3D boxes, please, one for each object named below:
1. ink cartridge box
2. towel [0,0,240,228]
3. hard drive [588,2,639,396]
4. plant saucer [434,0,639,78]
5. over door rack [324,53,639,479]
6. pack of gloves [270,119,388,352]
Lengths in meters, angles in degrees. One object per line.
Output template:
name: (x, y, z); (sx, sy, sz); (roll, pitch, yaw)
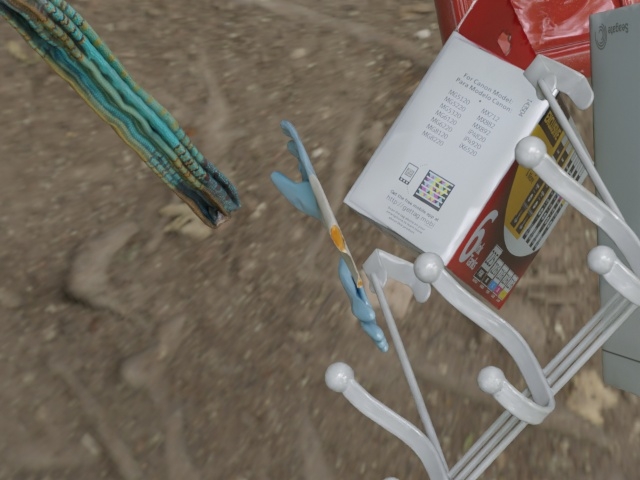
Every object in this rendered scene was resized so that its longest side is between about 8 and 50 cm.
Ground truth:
ink cartridge box: (0.183, -0.091, 1.558); (0.130, 0.309, 0.272); (33, 91, 19)
towel: (-0.191, -0.168, 0.832); (0.040, 0.370, 0.271); (-42, 57, -1)
hard drive: (0.303, -0.034, 1.318); (0.047, 0.233, 0.353); (-3, 94, -12)
plant saucer: (0.256, -0.312, 1.760); (0.259, 0.048, 0.258); (-11, 90, 14)
over door rack: (0.108, 0.017, 1.071); (0.108, 0.324, 0.239); (31, 115, -18)
pack of gloves: (0.000, 0.000, 1.488); (0.046, 0.232, 0.195); (-22, 127, 0)
